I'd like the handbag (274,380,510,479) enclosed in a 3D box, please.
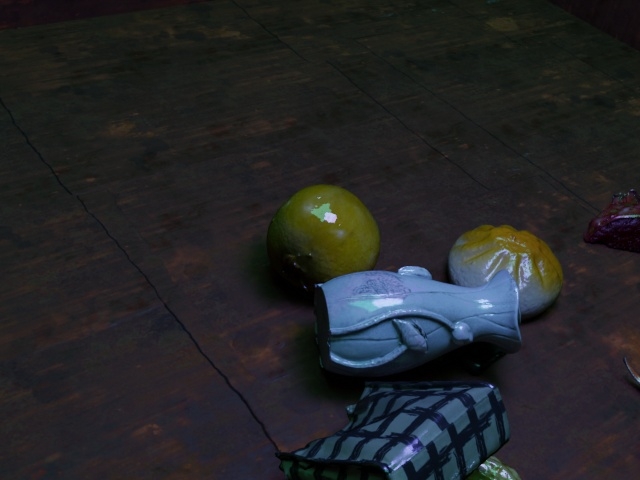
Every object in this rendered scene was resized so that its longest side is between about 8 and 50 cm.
[{"bbox_3d":[0.127,0.378,1.543,0.325,0.163,0.327,-26,14,-40],"label":"handbag"}]

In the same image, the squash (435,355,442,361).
[{"bbox_3d":[0.252,0.246,1.951,0.027,0.027,0.089,-21,49,-34],"label":"squash"}]

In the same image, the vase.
[{"bbox_3d":[0.216,0.174,1.839,0.445,0.250,0.250,-4,40,-7],"label":"vase"}]

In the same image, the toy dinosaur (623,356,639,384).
[{"bbox_3d":[0.813,0.362,1.930,0.279,0.055,0.101,30,51,20],"label":"toy dinosaur"}]

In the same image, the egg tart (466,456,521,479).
[{"bbox_3d":[0.295,0.496,1.580,0.290,0.115,0.290,8,39,-7],"label":"egg tart"}]

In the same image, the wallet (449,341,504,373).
[{"bbox_3d":[0.335,0.209,2.002,0.182,0.049,0.229,-24,52,-40],"label":"wallet"}]

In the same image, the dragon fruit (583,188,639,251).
[{"bbox_3d":[0.894,-0.070,2.425,0.261,0.134,0.212,9,35,-4],"label":"dragon fruit"}]

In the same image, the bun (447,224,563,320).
[{"bbox_3d":[0.472,0.054,2.136,0.298,0.165,0.299,8,36,-6],"label":"bun"}]

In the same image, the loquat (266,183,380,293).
[{"bbox_3d":[0.000,0.000,2.006,0.274,0.275,0.275,7,38,-6],"label":"loquat"}]
